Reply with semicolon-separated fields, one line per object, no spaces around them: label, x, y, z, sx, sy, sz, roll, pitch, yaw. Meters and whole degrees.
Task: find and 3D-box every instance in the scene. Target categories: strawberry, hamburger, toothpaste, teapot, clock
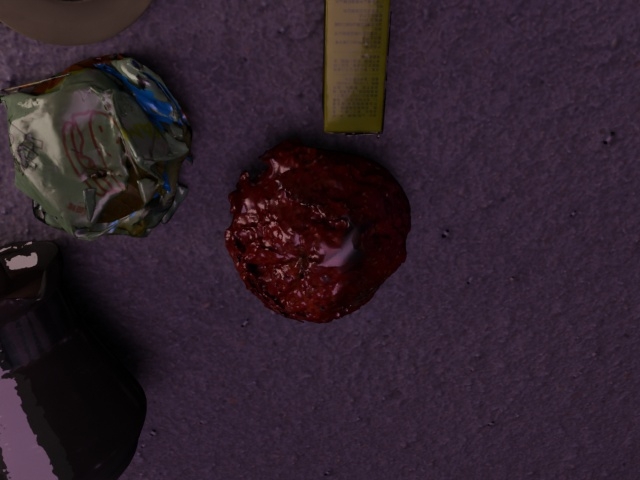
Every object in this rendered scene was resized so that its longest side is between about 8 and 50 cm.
strawberry;0.000;0.000;0.939;0.274;0.220;0.274;-2;119;-4
hamburger;-0.296;-0.097;0.913;0.260;0.150;0.276;-3;122;2
toothpaste;0.042;-0.294;0.822;0.077;0.110;0.327;-1;122;-3
teapot;-0.471;0.193;1.036;0.376;0.305;0.361;2;117;32
clock;-0.286;-0.337;0.775;0.235;0.029;0.235;-18;129;-23
